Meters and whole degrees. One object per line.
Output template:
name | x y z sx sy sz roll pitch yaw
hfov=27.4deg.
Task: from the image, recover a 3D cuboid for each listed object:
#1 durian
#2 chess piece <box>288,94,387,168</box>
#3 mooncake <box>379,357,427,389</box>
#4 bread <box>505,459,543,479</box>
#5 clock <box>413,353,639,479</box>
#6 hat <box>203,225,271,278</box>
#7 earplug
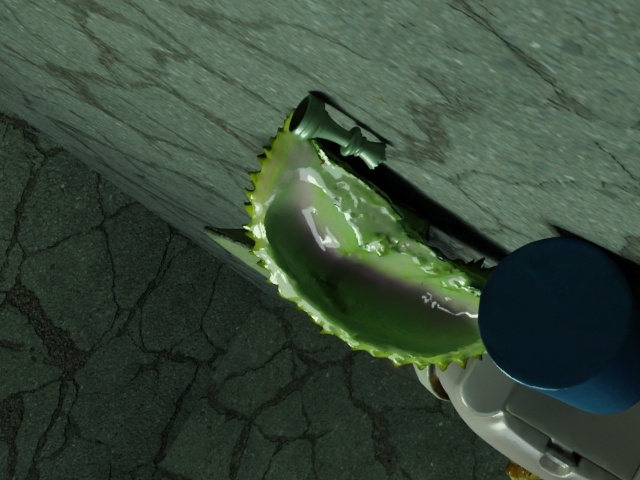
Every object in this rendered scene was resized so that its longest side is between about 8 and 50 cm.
durian | 0.062 0.021 1.366 0.355 0.158 0.169 33 157 -18
chess piece | 0.021 -0.093 1.171 0.093 0.042 0.042 26 175 -18
mooncake | 0.203 0.171 1.994 0.244 0.133 0.245 24 177 1
bread | 0.378 0.306 1.972 0.114 0.185 0.275 36 174 3
clock | 0.282 0.189 1.598 0.342 0.184 0.326 36 178 -4
hat | 0.000 0.000 1.553 0.257 0.130 0.257 30 174 3
earplug | 0.246 0.096 1.218 0.132 0.132 0.273 27 176 27
